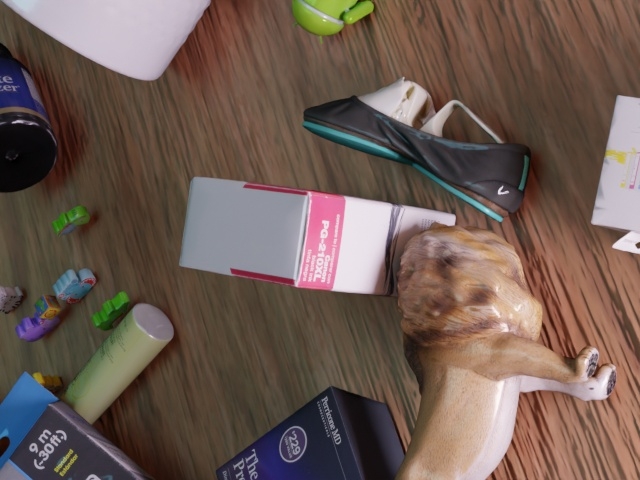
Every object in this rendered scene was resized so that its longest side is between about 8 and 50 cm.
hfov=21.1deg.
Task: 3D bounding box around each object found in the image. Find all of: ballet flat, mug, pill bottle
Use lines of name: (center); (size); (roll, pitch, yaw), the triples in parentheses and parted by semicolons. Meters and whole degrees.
ballet flat: (0.109, -0.110, 1.820); (0.280, 0.095, 0.096); (27, 91, 31)
mug: (-0.227, -0.418, 2.076); (0.328, 0.276, 0.374); (-55, 21, 13)
pill bottle: (-0.429, -0.171, 2.266); (0.123, 0.123, 0.219); (-53, 40, 21)

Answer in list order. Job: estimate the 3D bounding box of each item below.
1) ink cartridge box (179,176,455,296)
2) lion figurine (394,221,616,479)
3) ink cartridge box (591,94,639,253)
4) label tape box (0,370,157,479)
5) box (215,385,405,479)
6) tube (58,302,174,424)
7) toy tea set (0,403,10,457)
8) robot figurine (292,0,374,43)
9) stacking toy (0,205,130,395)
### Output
ink cartridge box: (0.000, 0.000, 1.791); (0.172, 0.237, 0.100); (9, 91, 42)
lion figurine: (0.145, 0.184, 1.683); (0.240, 0.142, 0.392); (14, 84, 28)
ink cartridge box: (0.323, -0.055, 1.610); (0.090, 0.092, 0.143); (12, 92, 41)
label tape box: (-0.333, 0.329, 2.026); (0.334, 0.106, 0.240); (35, 87, 26)
box: (0.013, 0.313, 1.786); (0.184, 0.103, 0.261); (-37, 52, 23)
tube: (-0.272, 0.175, 2.119); (0.062, 0.070, 0.240); (47, 119, 7)
toy tea set: (-0.426, 0.329, 2.183); (0.336, 0.124, 0.200); (30, 102, 41)
robot figurine: (0.011, -0.283, 1.945); (0.101, 0.067, 0.115); (37, 107, 27)
stacking toy: (-0.336, 0.083, 2.202); (0.221, 0.052, 0.167); (-44, 58, 25)
